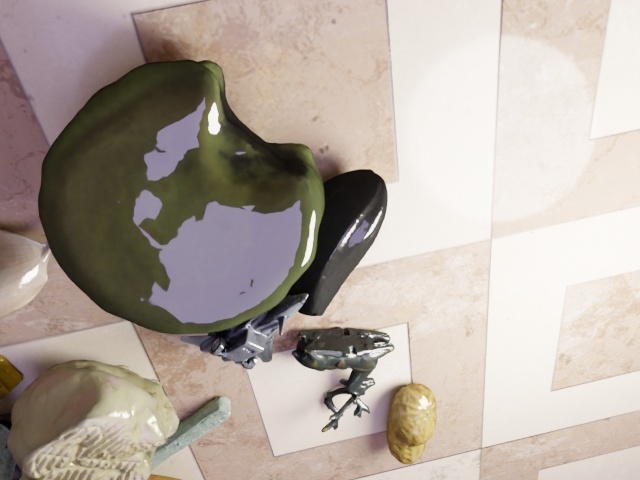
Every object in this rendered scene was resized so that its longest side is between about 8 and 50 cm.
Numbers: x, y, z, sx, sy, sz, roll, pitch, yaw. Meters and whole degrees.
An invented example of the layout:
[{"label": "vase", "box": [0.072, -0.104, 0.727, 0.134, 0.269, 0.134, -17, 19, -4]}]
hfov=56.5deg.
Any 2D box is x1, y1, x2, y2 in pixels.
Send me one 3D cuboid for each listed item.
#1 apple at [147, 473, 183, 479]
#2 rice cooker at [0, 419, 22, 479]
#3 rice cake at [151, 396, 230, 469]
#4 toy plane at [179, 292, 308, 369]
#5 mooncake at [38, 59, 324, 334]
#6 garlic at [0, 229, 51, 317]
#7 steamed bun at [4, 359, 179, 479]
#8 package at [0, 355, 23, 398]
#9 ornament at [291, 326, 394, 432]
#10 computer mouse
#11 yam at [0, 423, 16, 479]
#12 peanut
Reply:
[{"label": "apple", "box": [-0.367, 0.580, 1.248, 0.209, 0.164, 0.209, 2, 151, 1]}, {"label": "rice cooker", "box": [-0.605, 0.409, 1.121, 0.165, 0.112, 0.106, -28, 132, 10]}, {"label": "rice cake", "box": [-0.279, 0.398, 1.225, 0.245, 0.045, 0.042, -37, 122, 15]}, {"label": "toy plane", "box": [-0.108, 0.152, 0.988, 0.212, 0.088, 0.267, 30, 143, -30]}, {"label": "mooncake", "box": [-0.172, -0.051, 0.784, 0.351, 0.187, 0.352, -1, 105, -5]}, {"label": "garlic", "box": [-0.488, 0.051, 0.890, 0.266, 0.129, 0.149, 0, 126, -18]}, {"label": "steamed bun", "box": [-0.405, 0.327, 1.052, 0.275, 0.206, 0.320, 12, 123, -38]}, {"label": "package", "box": [-0.608, 0.259, 1.052, 0.131, 0.047, 0.071, -18, 124, 3]}, {"label": "ornament", "box": [0.025, 0.285, 1.187, 0.202, 0.080, 0.236, 2, 125, -18]}, {"label": "computer mouse", "box": [0.000, 0.000, 0.937, 0.086, 0.138, 0.270, 12, 123, -37]}, {"label": "yam", "box": [-0.687, 0.334, 1.004, 0.330, 0.133, 0.133, 16, 124, 5]}, {"label": "peanut", "box": [0.196, 0.404, 1.295, 0.095, 0.108, 0.226, -5, 128, -15]}]
